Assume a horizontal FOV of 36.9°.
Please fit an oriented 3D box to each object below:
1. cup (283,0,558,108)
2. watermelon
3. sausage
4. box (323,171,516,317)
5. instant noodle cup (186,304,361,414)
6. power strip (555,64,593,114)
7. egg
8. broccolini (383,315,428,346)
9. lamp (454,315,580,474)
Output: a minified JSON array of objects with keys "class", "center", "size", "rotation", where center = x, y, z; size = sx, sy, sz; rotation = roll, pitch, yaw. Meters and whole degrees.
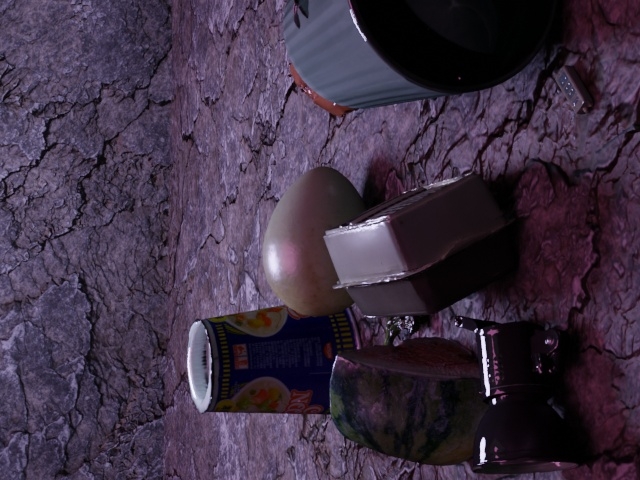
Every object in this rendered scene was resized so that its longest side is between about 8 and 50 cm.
[{"class":"cup","center":[0.156,-0.373,1.418],"size":[0.310,0.401,0.392],"rotation":[56,164,-11]},{"class":"watermelon","center":[0.148,0.240,1.572],"size":[0.201,0.262,0.212],"rotation":[-74,-6,-58]},{"class":"sausage","center":[0.011,-0.316,1.983],"size":[0.326,0.079,0.087],"rotation":[-133,30,-59]},{"class":"box","center":[0.149,0.013,1.490],"size":[0.166,0.221,0.290],"rotation":[66,158,-4]},{"class":"instant noodle cup","center":[-0.107,0.250,2.013],"size":[0.284,0.313,0.284],"rotation":[179,90,-68]},{"class":"power strip","center":[0.337,-0.199,1.273],"size":[0.027,0.017,0.083],"rotation":[111,150,-47]},{"class":"egg","center":[0.000,0.000,1.859],"size":[0.218,0.219,0.295],"rotation":[166,112,-67]},{"class":"broccolini","center":[0.142,0.207,1.728],"size":[0.123,0.062,0.271],"rotation":[-119,37,-76]},{"class":"lamp","center":[0.277,0.200,1.327],"size":[0.172,0.147,0.227],"rotation":[-28,57,51]}]
